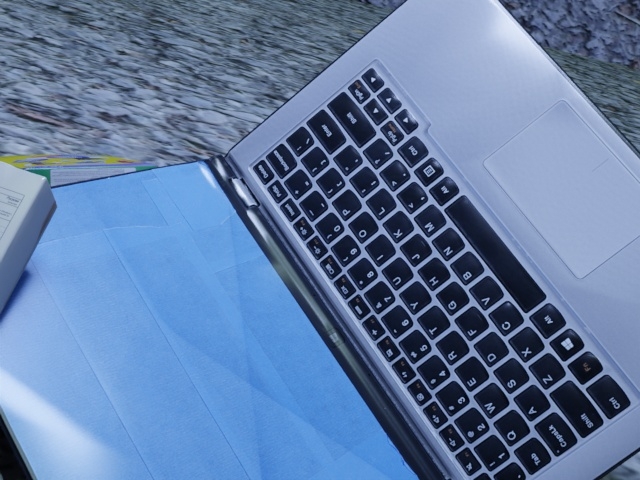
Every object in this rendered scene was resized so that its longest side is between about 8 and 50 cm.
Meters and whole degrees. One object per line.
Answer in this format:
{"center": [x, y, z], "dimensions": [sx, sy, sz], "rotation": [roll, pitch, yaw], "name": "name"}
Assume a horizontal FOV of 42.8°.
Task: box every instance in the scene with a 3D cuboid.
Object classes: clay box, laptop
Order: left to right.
{"center": [-0.264, -0.061, 0.844], "dimensions": [0.127, 0.053, 0.222], "rotation": [-5, 12, -31], "name": "clay box"}
{"center": [0.026, 0.024, 0.536], "dimensions": [0.382, 0.408, 0.236], "rotation": [55, 10, 19], "name": "laptop"}

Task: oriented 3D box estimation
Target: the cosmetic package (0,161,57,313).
{"center": [-0.212, 0.009, 0.491], "dimensions": [0.060, 0.041, 0.115], "rotation": [20, 64, 3], "name": "cosmetic package"}

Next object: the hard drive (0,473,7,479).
{"center": [-0.343, 0.190, 0.380], "dimensions": [0.236, 0.064, 0.339], "rotation": [20, 27, 15], "name": "hard drive"}
